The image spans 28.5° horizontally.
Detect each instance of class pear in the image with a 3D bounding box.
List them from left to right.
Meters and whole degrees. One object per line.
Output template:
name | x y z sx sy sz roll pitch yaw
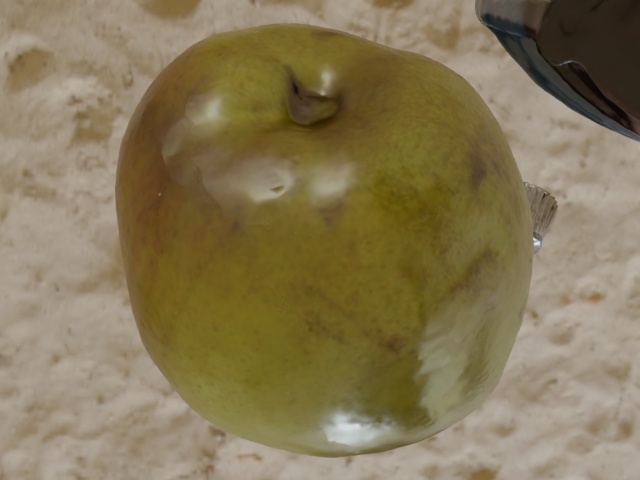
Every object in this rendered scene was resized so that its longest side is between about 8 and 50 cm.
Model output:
pear | 0.000 0.000 0.562 0.200 0.200 0.200 -4 126 -5

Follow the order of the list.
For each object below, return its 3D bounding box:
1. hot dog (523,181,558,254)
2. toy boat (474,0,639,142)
hot dog | 0.108 -0.006 1.170 0.252 0.069 0.131 -17 153 42
toy boat | 0.198 -0.079 0.382 0.309 0.142 0.129 -1 107 18
